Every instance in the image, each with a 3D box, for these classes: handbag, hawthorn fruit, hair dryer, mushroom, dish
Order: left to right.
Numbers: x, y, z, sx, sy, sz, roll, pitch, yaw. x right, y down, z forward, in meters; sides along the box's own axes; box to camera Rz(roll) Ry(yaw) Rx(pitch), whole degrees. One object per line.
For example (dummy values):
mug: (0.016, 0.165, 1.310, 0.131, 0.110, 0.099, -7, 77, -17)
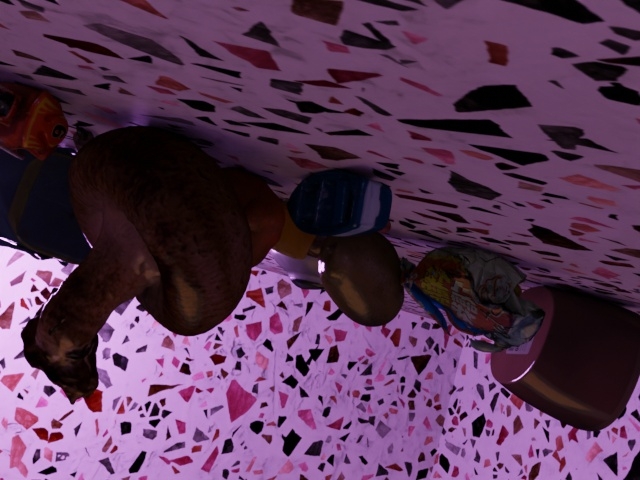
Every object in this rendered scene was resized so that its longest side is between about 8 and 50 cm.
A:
handbag: (-0.549, -0.081, 2.077, 0.241, 0.222, 0.263, 16, 178, 40)
hair dryer: (-0.396, -0.137, 1.815, 0.064, 0.117, 0.181, 15, 155, 8)
mushroom: (-0.291, 0.003, 1.576, 0.356, 0.331, 0.334, -15, 147, -15)
hawthorn fruit: (-0.142, -0.035, 1.772, 0.189, 0.189, 0.189, 15, 174, 2)
dish: (0.021, 0.069, 2.523, 0.324, 0.124, 0.324, 15, 174, 1)

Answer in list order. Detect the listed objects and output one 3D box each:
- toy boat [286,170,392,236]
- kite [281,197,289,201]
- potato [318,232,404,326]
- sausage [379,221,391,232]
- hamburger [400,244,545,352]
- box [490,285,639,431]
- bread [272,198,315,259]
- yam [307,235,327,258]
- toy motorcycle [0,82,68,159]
toy boat: (0.021, -0.051, 1.574, 0.062, 0.096, 0.299, 8, 179, -21)
kite: (0.010, -0.059, 1.915, 0.183, 0.010, 0.160, 14, 172, -32)
potato: (0.078, 0.062, 2.066, 0.251, 0.159, 0.174, 43, -165, -47)
sausage: (0.070, -0.045, 1.795, 0.029, 0.029, 0.223, 11, 173, 29)
hamburger: (0.302, 0.086, 2.031, 0.276, 0.150, 0.260, 35, 153, -10)
box: (0.508, 0.235, 2.238, 0.216, 0.300, 0.301, 24, 172, -11)
bread: (-0.098, -0.035, 2.024, 0.102, 0.094, 0.245, 22, 179, 38)
yam: (0.000, 0.000, 2.188, 0.141, 0.079, 0.079, 14, 174, 13)
toy motorcycle: (-0.452, -0.177, 1.551, 0.171, 0.089, 0.298, 15, 175, -13)
